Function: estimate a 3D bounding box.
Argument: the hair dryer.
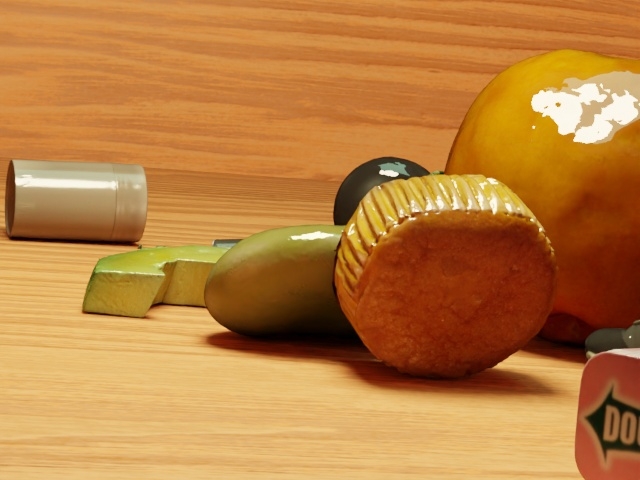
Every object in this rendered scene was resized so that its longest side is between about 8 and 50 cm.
[{"bbox_3d":[0.003,-0.019,1.912,0.284,0.155,0.320,17,17,8],"label":"hair dryer"}]

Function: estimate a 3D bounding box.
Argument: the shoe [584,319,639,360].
[{"bbox_3d":[0.357,0.090,1.402,0.228,0.112,0.099,12,11,33],"label":"shoe"}]

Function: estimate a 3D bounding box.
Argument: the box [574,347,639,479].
[{"bbox_3d":[0.374,0.133,1.105,0.370,0.112,0.190,2,8,-40],"label":"box"}]

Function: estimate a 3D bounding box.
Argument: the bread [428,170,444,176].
[{"bbox_3d":[0.217,-0.003,1.940,0.228,0.033,0.228,40,17,-15],"label":"bread"}]

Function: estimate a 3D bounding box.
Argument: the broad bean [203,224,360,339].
[{"bbox_3d":[0.014,0.036,1.491,0.263,0.121,0.189,3,-24,-15],"label":"broad bean"}]

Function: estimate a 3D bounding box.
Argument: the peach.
[{"bbox_3d":[0.295,-0.034,1.622,0.343,0.301,0.343,11,-16,3],"label":"peach"}]

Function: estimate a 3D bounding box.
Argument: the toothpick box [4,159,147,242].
[{"bbox_3d":[-0.332,-0.053,2.066,0.181,0.111,0.111,2,8,-19],"label":"toothpick box"}]

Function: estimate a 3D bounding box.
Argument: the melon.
[{"bbox_3d":[-0.167,0.043,1.618,0.118,0.064,0.209,15,13,28],"label":"melon"}]

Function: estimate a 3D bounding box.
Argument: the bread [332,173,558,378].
[{"bbox_3d":[0.114,0.034,1.372,0.199,0.199,0.104,3,24,-16],"label":"bread"}]
